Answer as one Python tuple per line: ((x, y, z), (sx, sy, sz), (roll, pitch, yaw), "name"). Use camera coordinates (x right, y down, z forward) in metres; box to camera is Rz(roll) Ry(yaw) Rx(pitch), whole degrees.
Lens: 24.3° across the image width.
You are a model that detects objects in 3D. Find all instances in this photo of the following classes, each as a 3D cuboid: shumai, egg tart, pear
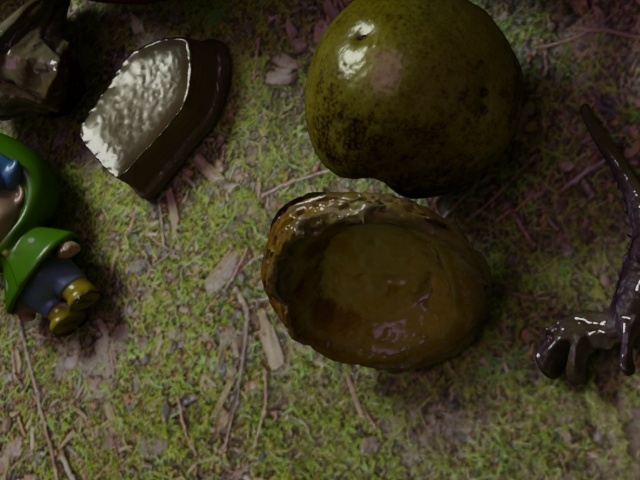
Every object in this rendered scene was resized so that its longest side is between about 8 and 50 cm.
((-0.326, -0.194, 1.701), (0.120, 0.201, 0.201), (39, 103, -8), "shumai")
((0.049, 0.028, 1.357), (0.213, 0.212, 0.090), (-23, 32, 27), "egg tart")
((0.080, -0.128, 1.352), (0.197, 0.197, 0.197), (-10, 71, 32), "pear")

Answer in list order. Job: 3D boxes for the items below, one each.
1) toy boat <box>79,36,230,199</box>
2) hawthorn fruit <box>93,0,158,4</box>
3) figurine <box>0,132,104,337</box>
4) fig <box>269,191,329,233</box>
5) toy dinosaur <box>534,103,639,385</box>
((-0.175, -0.147, 1.615), (0.188, 0.061, 0.116), (-51, 55, 11), "toy boat")
((-0.262, -0.486, 1.546), (0.472, 0.472, 0.471), (-10, 71, 32), "hawthorn fruit")
((-0.344, -0.010, 1.652), (0.263, 0.143, 0.162), (47, 127, 16), "figurine")
((0.000, 0.000, 1.455), (0.084, 0.082, 0.098), (-38, 92, -1), "fig")
((0.272, 0.005, 1.267), (0.200, 0.072, 0.251), (7, 90, 46), "toy dinosaur")
